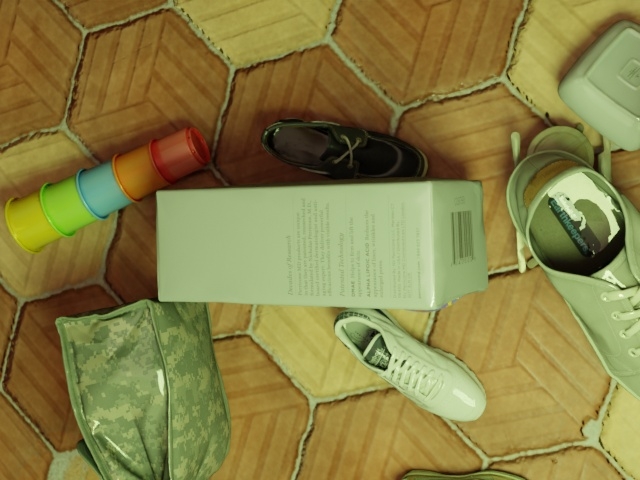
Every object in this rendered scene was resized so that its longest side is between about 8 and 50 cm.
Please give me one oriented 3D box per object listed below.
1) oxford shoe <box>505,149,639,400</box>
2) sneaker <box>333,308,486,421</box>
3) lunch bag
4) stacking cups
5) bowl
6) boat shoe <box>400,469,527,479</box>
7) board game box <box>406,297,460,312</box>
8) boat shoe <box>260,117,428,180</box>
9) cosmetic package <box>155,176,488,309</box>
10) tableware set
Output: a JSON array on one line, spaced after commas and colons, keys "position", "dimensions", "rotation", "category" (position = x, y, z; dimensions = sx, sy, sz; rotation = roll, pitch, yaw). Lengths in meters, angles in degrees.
[{"position": [0.393, 0.077, 1.194], "dimensions": [0.169, 0.130, 0.449], "rotation": [-39, 91, 8], "category": "oxford shoe"}, {"position": [0.117, 0.173, 1.315], "dimensions": [0.235, 0.095, 0.090], "rotation": [33, 100, 12], "category": "sneaker"}, {"position": [-0.233, 0.226, 1.350], "dimensions": [0.169, 0.235, 0.287], "rotation": [-13, 88, 12], "category": "lunch bag"}, {"position": [-0.317, -0.087, 1.441], "dimensions": [0.316, 0.096, 0.096], "rotation": [-26, 85, 14], "category": "stacking cups"}, {"position": [0.390, -0.202, 1.219], "dimensions": [0.142, 0.053, 0.142], "rotation": [42, 85, 11], "category": "bowl"}, {"position": [0.195, 0.351, 1.309], "dimensions": [0.190, 0.072, 0.068], "rotation": [-4, 91, 17], "category": "boat shoe"}, {"position": [0.137, 0.017, 1.334], "dimensions": [0.133, 0.033, 0.169], "rotation": [8, 95, 17], "category": "board game box"}, {"position": [0.031, -0.118, 1.339], "dimensions": [0.233, 0.079, 0.084], "rotation": [15, 95, 15], "category": "boat shoe"}, {"position": [0.000, 0.000, 1.257], "dimensions": [0.385, 0.217, 0.156], "rotation": [-2, 93, 27], "category": "cosmetic package"}, {"position": [0.315, -0.054, 1.275], "dimensions": [0.128, 0.039, 0.194], "rotation": [-4, 97, 6], "category": "tableware set"}]
